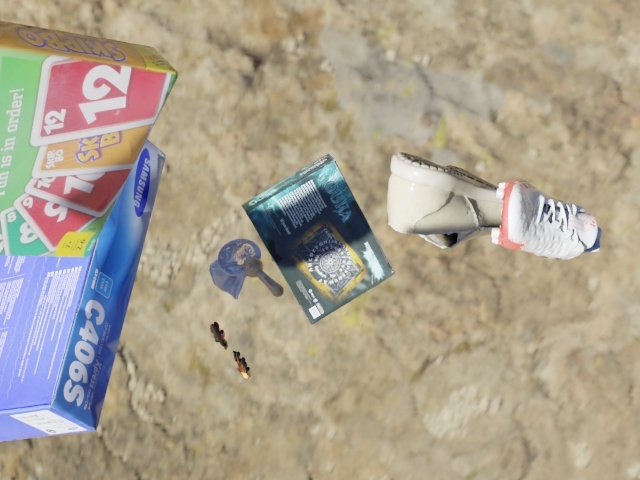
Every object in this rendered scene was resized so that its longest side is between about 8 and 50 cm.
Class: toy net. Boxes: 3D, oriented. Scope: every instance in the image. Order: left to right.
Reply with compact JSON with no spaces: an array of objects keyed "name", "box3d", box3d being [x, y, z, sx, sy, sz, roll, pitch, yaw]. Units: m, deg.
[{"name":"toy net","box3d":[-0.066,0.016,1.836,0.045,0.232,0.122,14,74,-54]}]

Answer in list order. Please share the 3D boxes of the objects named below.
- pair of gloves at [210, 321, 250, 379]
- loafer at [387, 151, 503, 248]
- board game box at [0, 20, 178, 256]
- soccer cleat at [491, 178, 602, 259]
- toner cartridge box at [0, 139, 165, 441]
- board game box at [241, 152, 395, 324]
[{"name":"pair of gloves","box3d":[-0.116,0.141,1.779,0.010,0.074,0.083,-35,79,-13]},{"name":"loafer","box3d":[0.155,-0.037,1.650,0.102,0.092,0.268,30,10,38]},{"name":"board game box","box3d":[-0.194,-0.051,0.670,0.259,0.124,0.039,4,33,-47]},{"name":"soccer cleat","box3d":[0.091,-0.007,0.553,0.035,0.083,0.029,6,84,21]},{"name":"toner cartridge box","box3d":[-0.290,0.047,1.563,0.165,0.075,0.348,-10,57,35]},{"name":"board game box","box3d":[0.000,0.000,1.704,0.126,0.186,0.026,-31,30,-4]}]
